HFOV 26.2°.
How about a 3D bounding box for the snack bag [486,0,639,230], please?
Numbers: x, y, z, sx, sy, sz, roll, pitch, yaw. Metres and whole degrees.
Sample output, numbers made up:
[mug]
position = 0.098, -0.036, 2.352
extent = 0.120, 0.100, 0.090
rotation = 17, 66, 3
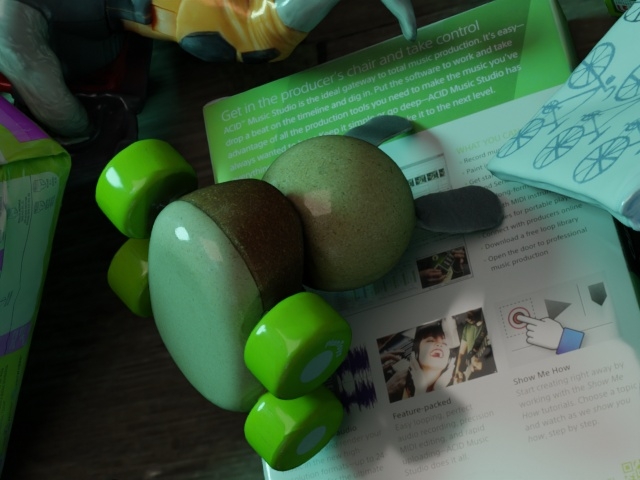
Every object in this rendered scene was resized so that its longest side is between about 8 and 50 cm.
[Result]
[snack bag]
position = 0.248, -0.116, 0.614
extent = 0.323, 0.037, 0.342
rotation = -46, 19, -2

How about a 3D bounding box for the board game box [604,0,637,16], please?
[board game box]
position = 0.263, -0.166, 0.792
extent = 0.181, 0.043, 0.092
rotation = 14, 77, 26

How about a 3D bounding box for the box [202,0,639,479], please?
[box]
position = 0.066, 0.030, 0.798
extent = 0.232, 0.058, 0.322
rotation = -18, 67, 16

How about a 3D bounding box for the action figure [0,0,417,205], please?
[action figure]
position = -0.121, -0.206, 0.875
extent = 0.330, 0.178, 0.341
rotation = -11, 55, 5

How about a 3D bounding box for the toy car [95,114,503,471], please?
[toy car]
position = 0.000, 0.000, 0.756
extent = 0.188, 0.149, 0.155
rotation = -33, 62, -24

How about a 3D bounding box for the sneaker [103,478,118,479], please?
[sneaker]
position = -0.097, 0.186, 0.738
extent = 0.341, 0.125, 0.139
rotation = -17, 54, 34

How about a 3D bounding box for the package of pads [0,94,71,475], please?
[package of pads]
position = -0.272, 0.019, 0.844
extent = 0.229, 0.101, 0.296
rotation = 39, 126, 29
